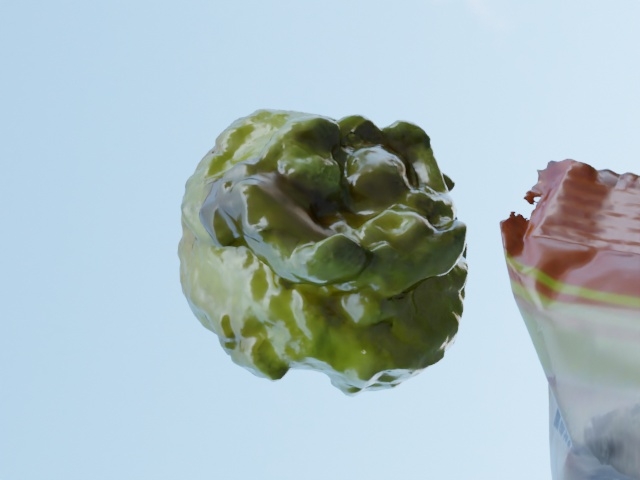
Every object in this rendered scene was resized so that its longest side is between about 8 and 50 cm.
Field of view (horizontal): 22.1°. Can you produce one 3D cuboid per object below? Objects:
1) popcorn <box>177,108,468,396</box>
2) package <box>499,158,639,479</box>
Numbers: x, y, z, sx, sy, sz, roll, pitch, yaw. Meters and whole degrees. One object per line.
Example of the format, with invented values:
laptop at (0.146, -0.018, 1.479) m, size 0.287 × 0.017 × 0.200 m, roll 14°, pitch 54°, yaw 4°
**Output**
popcorn at (0.003, -0.004, 0.994) m, size 0.197 × 0.197 × 0.156 m, roll -42°, pitch -33°, yaw -46°
package at (0.154, 0.112, 0.508) m, size 0.108 × 0.223 × 0.288 m, roll -20°, pitch -73°, yaw -61°
